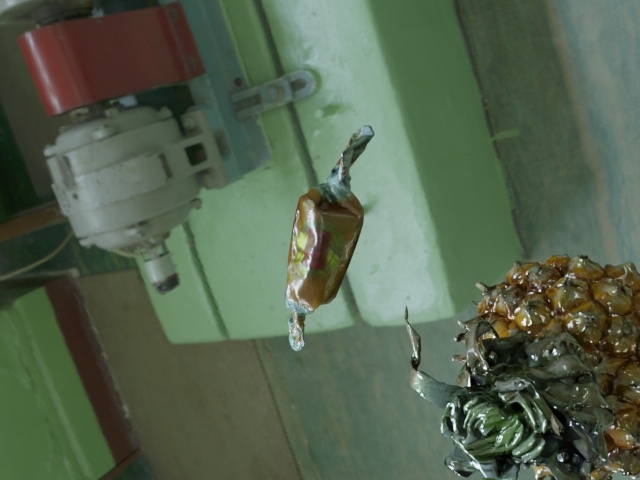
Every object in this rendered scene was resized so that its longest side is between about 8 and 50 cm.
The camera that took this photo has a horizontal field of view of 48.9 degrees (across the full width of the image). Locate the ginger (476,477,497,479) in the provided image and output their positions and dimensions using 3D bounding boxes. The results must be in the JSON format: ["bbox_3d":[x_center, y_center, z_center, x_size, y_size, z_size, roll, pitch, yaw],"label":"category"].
[{"bbox_3d":[0.146,0.104,0.141,0.289,0.089,0.137,-2,80,42],"label":"ginger"}]

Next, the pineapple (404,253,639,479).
[{"bbox_3d":[0.203,0.138,0.643,0.262,0.271,0.263,1,92,32],"label":"pineapple"}]

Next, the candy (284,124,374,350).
[{"bbox_3d":[0.000,0.000,0.526,0.053,0.046,0.182,44,119,62],"label":"candy"}]
